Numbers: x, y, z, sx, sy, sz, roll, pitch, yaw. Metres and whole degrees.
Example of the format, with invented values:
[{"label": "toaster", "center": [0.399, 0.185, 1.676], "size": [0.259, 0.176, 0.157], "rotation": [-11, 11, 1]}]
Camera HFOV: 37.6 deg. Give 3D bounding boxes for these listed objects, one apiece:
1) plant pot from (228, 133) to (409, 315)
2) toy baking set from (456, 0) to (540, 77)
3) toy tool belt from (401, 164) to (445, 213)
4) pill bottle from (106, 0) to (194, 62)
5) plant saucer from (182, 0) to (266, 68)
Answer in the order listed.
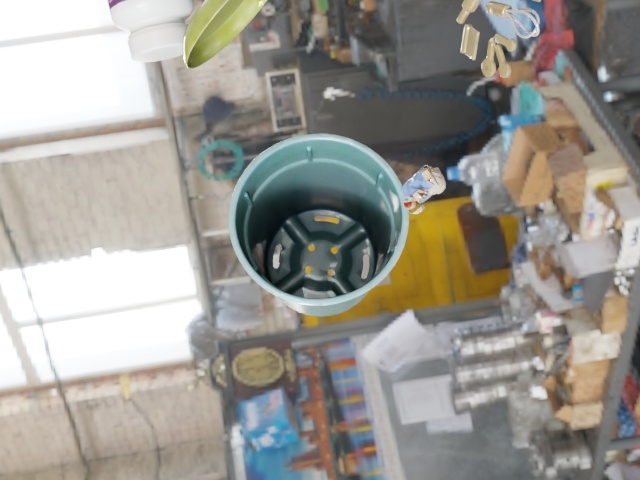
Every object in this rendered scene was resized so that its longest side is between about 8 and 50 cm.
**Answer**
[{"label": "plant pot", "center": [0.000, 0.000, 1.927], "size": [0.334, 0.341, 0.341], "rotation": [85, 176, -74]}, {"label": "toy baking set", "center": [0.342, -0.426, 1.788], "size": [0.197, 0.030, 0.256], "rotation": [63, 151, 26]}, {"label": "toy tool belt", "center": [0.146, -0.079, 1.429], "size": [0.051, 0.083, 0.052], "rotation": [6, -133, -49]}, {"label": "pill bottle", "center": [-0.339, -0.507, 1.821], "size": [0.169, 0.169, 0.301], "rotation": [-174, 72, -87]}, {"label": "plant saucer", "center": [-0.151, -0.386, 1.563], "size": [0.037, 0.241, 0.241], "rotation": [44, 177, -1]}]
